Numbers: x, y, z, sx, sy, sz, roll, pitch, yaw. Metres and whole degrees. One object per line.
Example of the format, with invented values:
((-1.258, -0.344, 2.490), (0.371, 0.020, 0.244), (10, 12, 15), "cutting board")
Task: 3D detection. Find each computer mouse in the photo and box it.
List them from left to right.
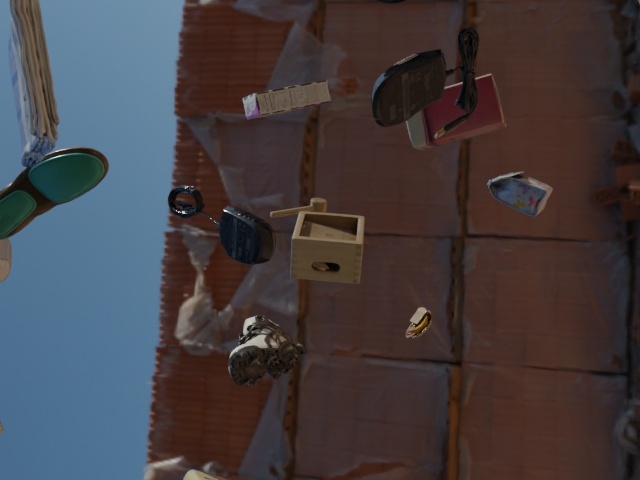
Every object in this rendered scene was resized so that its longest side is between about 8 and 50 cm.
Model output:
((-0.144, -0.029, 1.001), (0.041, 0.242, 0.071), (-17, -56, -42), "computer mouse")
((0.179, -0.252, 1.208), (0.262, 0.060, 0.184), (-35, -45, -23), "computer mouse")

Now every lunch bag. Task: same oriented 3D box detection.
((0.293, -0.075, 1.012), (0.071, 0.083, 0.053), (-17, -51, -62), "lunch bag")

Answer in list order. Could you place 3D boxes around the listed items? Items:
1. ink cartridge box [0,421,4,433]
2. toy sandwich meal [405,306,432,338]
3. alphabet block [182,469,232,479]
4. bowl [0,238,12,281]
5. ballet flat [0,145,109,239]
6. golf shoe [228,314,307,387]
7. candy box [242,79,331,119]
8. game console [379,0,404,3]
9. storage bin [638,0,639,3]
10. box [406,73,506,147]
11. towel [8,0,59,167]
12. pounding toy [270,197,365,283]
((-0.578, 0.242, 0.988), (0.128, 0.176, 0.127), (-45, -32, -41), "ink cartridge box")
((0.228, 0.195, 1.611), (0.029, 0.085, 0.085), (47, -155, -13), "toy sandwich meal")
((-0.155, 0.521, 1.152), (0.197, 0.192, 0.193), (-14, 56, 69), "alphabet block")
((-0.806, 0.022, 1.650), (0.142, 0.053, 0.142), (35, -158, -40), "bowl")
((-0.597, -0.119, 1.479), (0.116, 0.342, 0.124), (50, -164, -28), "ballet flat")
((-0.097, 0.157, 1.002), (0.077, 0.094, 0.198), (-44, -18, 7), "golf shoe")
((-0.104, -0.428, 2.087), (0.159, 0.233, 0.071), (-164, 62, -70), "candy box")
((0.152, -0.584, 1.141), (0.342, 0.386, 0.060), (38, -124, -35), "game console")
((0.549, -0.496, 1.017), (0.262, 0.123, 0.260), (33, -139, -79), "storage bin")
((0.341, -0.321, 1.742), (0.148, 0.232, 0.127), (-12, -92, -72), "box")
((-0.387, -0.211, 0.901), (0.285, 0.034, 0.209), (-4, 95, 64), "towel")
((-0.009, -0.003, 1.312), (0.206, 0.181, 0.094), (-79, -7, -64), "pounding toy")
